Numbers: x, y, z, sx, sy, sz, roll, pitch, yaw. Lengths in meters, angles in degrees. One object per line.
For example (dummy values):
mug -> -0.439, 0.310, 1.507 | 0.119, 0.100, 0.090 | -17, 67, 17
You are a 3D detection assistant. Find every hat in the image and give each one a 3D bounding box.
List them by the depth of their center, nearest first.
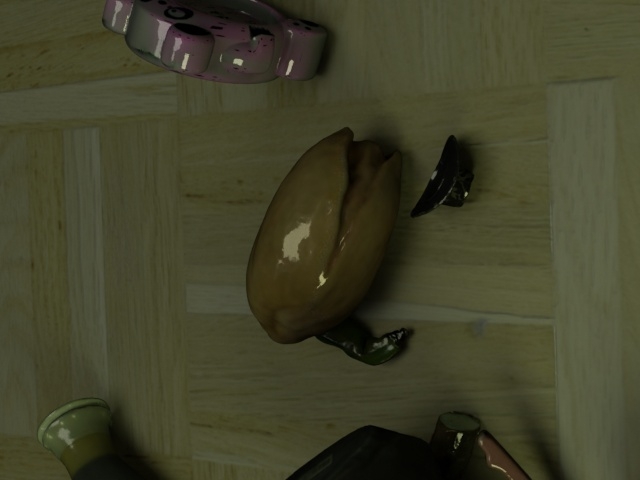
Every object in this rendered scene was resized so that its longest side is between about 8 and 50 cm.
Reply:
hat -> 0.156, -0.067, 2.001 | 0.121, 0.050, 0.121 | -61, 10, 18

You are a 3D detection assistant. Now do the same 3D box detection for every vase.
vase -> -0.308, 0.390, 2.420 | 0.173, 0.173, 0.321 | -55, 52, 31

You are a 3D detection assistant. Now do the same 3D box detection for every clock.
clock -> -0.142, -0.276, 2.153 | 0.227, 0.248, 0.090 | 34, 118, 38

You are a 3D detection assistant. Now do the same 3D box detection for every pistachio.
pistachio -> 0.000, 0.000, 2.084 | 0.181, 0.162, 0.293 | -120, 50, -71

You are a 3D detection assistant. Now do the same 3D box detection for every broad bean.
broad bean -> 0.033, 0.119, 2.143 | 0.195, 0.046, 0.061 | 18, 93, 38

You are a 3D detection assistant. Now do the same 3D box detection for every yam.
yam -> 0.137, 0.332, 2.043 | 0.061, 0.061, 0.252 | 30, 112, 40

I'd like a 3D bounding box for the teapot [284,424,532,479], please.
teapot -> 0.110, 0.402, 1.901 | 0.376, 0.305, 0.361 | -39, 92, 4
